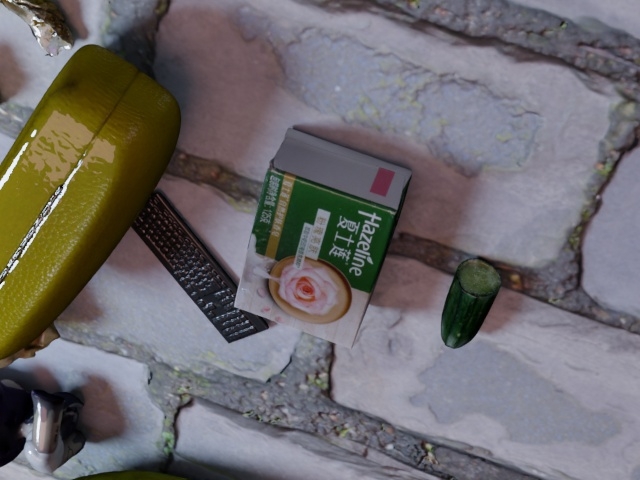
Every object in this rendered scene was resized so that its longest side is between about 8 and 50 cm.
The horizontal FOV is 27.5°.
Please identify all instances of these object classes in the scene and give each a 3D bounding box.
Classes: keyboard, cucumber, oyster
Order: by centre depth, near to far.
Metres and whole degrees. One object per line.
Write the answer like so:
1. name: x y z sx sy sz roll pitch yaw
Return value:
1. oyster: -0.280 -0.222 1.284 0.051 0.034 0.093 -6 137 43
2. cucumber: 0.150 0.071 1.342 0.048 0.048 0.105 19 133 5
3. keyboard: -0.138 0.033 1.440 0.067 0.011 0.202 -23 115 34

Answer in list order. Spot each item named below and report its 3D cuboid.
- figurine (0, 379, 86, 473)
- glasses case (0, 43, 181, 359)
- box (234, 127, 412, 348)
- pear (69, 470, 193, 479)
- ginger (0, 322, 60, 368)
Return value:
1. figurine: -0.413 0.237 1.621 0.222 0.145 0.145 6 128 14
2. glasses case: -0.267 -0.030 1.325 0.141 0.173 0.371 34 120 -11
3. box: 0.000 0.000 1.322 0.135 0.081 0.199 19 132 5
4. pear: -0.199 0.466 1.601 0.413 0.352 0.352 21 131 14
5. ginger: -0.427 0.062 1.491 0.267 0.138 0.152 18 173 13
